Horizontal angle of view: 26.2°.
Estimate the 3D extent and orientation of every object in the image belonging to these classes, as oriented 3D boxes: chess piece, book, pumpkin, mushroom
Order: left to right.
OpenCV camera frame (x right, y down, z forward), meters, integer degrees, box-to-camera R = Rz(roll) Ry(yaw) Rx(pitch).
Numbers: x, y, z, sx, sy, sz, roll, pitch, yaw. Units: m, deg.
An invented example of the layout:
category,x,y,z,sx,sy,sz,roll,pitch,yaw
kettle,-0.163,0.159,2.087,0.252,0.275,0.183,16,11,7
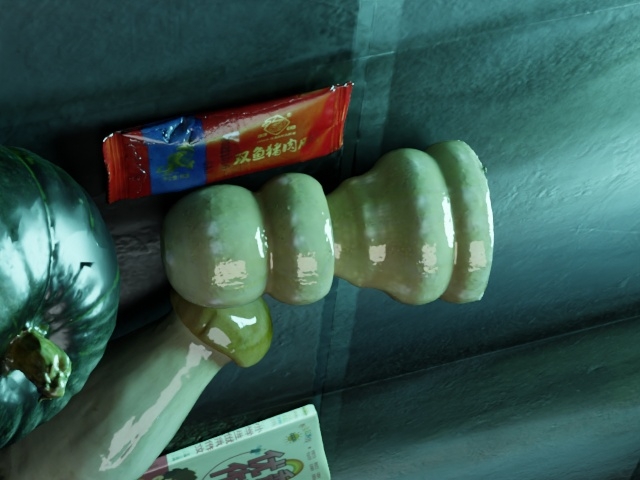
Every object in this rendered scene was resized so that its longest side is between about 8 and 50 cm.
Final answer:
category,x,y,z,sx,sy,sz,roll,pitch,yaw
pumpkin,-0.251,0.049,0.972,0.250,0.216,0.250,-41,146,-35
mushroom,-0.185,0.153,1.226,0.350,0.128,0.128,-41,142,17
book,-0.107,0.258,1.495,0.232,0.022,0.162,-18,146,-6
chess piece,0.000,0.000,1.120,0.261,0.142,0.142,-8,143,-13

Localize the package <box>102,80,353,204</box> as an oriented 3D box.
category,x,y,z,sx,sy,sz,roll,pitch,yaw
package,-0.071,-0.075,1.065,0.200,0.022,0.083,-15,145,-15
